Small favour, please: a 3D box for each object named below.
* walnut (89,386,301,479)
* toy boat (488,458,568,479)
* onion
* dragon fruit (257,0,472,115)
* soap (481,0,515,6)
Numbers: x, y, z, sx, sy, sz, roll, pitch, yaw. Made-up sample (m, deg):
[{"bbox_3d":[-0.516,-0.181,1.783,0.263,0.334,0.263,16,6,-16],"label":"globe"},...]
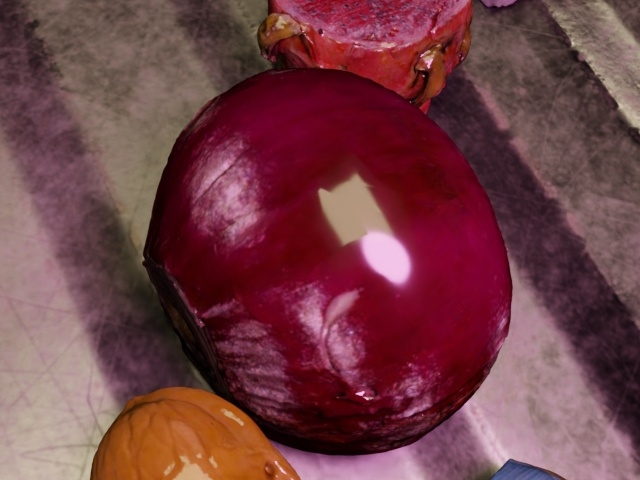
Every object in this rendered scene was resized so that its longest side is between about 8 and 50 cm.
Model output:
[{"bbox_3d":[-0.098,0.212,0.675,0.167,0.087,0.211,-37,84,10],"label":"walnut"},{"bbox_3d":[0.134,0.246,0.733,0.185,0.075,0.077,-37,70,-27],"label":"toy boat"},{"bbox_3d":[0.000,0.000,0.746,0.282,0.260,0.336,-17,67,-10],"label":"onion"},{"bbox_3d":[0.060,-0.214,0.933,0.282,0.147,0.211,-30,61,-24],"label":"dragon fruit"},{"bbox_3d":[0.242,-0.447,1.062,0.258,0.159,0.302,-24,67,-16],"label":"soap"}]
